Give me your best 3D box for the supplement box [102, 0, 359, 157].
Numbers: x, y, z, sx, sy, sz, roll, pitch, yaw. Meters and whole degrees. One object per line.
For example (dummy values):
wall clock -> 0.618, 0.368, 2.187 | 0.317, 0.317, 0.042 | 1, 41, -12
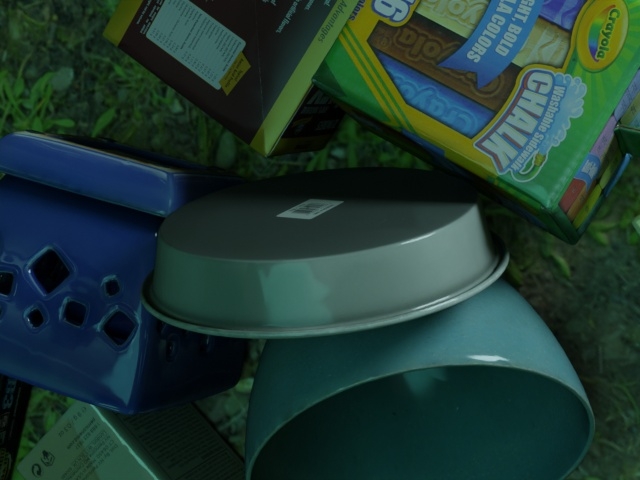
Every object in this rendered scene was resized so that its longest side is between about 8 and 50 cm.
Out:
supplement box -> -0.047, -0.207, 1.220 | 0.194, 0.129, 0.191 | 37, 108, 14

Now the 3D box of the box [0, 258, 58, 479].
box -> -0.445, 0.104, 1.475 | 0.295, 0.073, 0.293 | 18, 103, 18

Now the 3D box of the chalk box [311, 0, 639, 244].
chalk box -> 0.174, -0.117, 1.119 | 0.289, 0.180, 0.179 | 32, 91, 20

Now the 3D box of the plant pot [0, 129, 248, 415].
plant pot -> -0.196, 0.019, 1.286 | 0.235, 0.236, 0.212 | 16, 96, 20

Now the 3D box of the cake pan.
cake pan -> 0.000, 0.000, 1.086 | 0.293, 0.293, 0.054 | 0, 108, 21

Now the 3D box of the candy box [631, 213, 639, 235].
candy box -> 0.435, -0.026, 1.104 | 0.316, 0.087, 0.183 | -34, 84, 21

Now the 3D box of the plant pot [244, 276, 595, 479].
plant pot -> 0.068, 0.108, 1.190 | 0.290, 0.290, 0.195 | -29, 49, 22

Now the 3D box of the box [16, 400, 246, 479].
box -> -0.127, 0.280, 1.332 | 0.311, 0.148, 0.121 | 48, 111, 11
